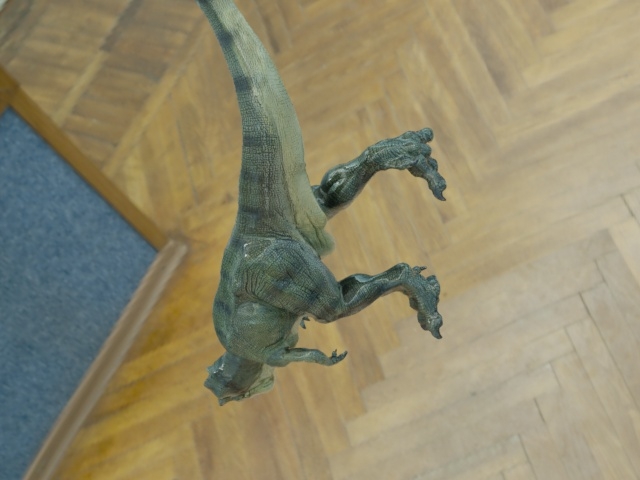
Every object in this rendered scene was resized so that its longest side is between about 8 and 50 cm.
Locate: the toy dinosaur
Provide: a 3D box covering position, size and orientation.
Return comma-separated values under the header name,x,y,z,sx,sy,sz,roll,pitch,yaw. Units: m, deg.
name,x,y,z,sx,sy,sz,roll,pitch,yaw
toy dinosaur,0.000,0.000,0.486,0.118,0.268,0.064,-5,43,-10
